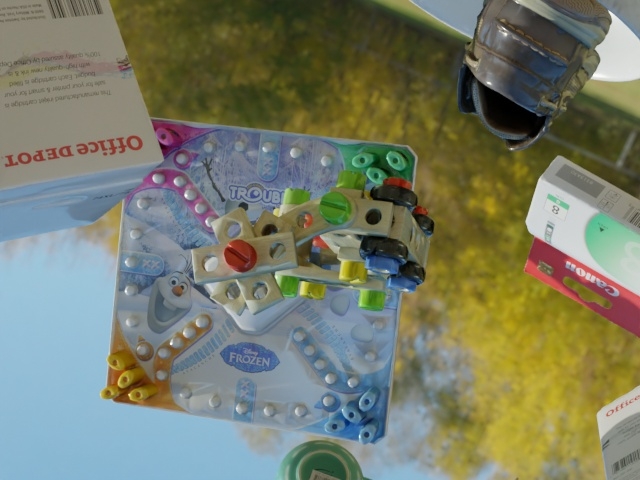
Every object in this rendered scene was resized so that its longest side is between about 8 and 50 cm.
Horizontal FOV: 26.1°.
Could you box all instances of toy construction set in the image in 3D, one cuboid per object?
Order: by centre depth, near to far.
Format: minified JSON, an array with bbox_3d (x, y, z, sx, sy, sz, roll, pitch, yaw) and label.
[{"bbox_3d":[0.000,0.000,1.432,0.215,0.151,0.327,7,-177,16],"label":"toy construction set"}]

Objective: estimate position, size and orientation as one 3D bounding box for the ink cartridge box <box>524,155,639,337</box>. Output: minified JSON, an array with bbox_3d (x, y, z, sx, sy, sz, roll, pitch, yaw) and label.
[{"bbox_3d":[0.326,0.025,1.649,0.181,0.225,0.056,32,-126,19],"label":"ink cartridge box"}]

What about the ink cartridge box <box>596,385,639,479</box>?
[{"bbox_3d":[0.484,0.295,1.937,0.092,0.160,0.219,48,-157,-18],"label":"ink cartridge box"}]

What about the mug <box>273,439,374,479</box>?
[{"bbox_3d":[0.010,0.350,2.004,0.129,0.157,0.097,59,158,22],"label":"mug"}]

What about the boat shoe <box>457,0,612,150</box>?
[{"bbox_3d":[0.182,-0.163,1.310,0.132,0.130,0.355,34,-179,10],"label":"boat shoe"}]

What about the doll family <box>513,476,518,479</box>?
[{"bbox_3d":[0.292,0.437,2.066,0.111,0.193,0.076,47,149,10],"label":"doll family"}]

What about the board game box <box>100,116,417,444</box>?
[{"bbox_3d":[-0.088,0.051,1.799,0.390,0.390,0.050,7,-174,13],"label":"board game box"}]

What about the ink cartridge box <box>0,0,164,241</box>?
[{"bbox_3d":[-0.326,-0.154,1.457,0.198,0.270,0.197,-13,168,-36],"label":"ink cartridge box"}]

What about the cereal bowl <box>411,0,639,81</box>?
[{"bbox_3d":[0.230,-0.309,1.493,0.339,0.141,0.339,25,176,2],"label":"cereal bowl"}]
